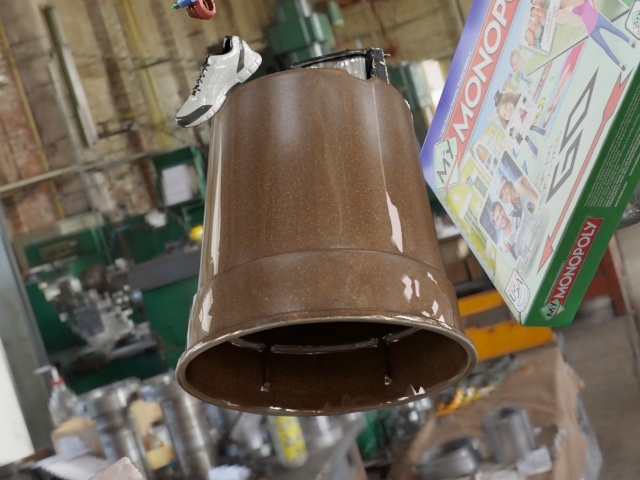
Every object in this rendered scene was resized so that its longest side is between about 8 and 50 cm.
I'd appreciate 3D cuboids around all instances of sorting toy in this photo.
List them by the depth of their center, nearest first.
[{"bbox_3d":[-0.210,-0.385,1.717,0.042,0.102,0.061,-20,28,30],"label":"sorting toy"}]

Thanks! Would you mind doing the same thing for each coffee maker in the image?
[{"bbox_3d":[0.054,-0.158,1.436,0.171,0.178,0.120,-14,5,-37],"label":"coffee maker"}]

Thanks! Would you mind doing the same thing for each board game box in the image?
[{"bbox_3d":[0.169,-0.126,0.776,0.046,0.317,0.213,0,36,-22],"label":"board game box"}]

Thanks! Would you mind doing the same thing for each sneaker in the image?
[{"bbox_3d":[-0.108,-0.156,1.067,0.109,0.044,0.040,-50,35,-13],"label":"sneaker"}]

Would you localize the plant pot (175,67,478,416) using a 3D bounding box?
[{"bbox_3d":[0.000,0.000,0.637,0.166,0.165,0.167,-2,-25,-1],"label":"plant pot"}]

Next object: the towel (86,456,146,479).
[{"bbox_3d":[-0.271,0.397,1.128,0.317,0.053,0.332,-33,30,-15],"label":"towel"}]

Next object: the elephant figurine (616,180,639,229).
[{"bbox_3d":[0.422,-0.158,1.297,0.169,0.239,0.186,0,39,32],"label":"elephant figurine"}]
